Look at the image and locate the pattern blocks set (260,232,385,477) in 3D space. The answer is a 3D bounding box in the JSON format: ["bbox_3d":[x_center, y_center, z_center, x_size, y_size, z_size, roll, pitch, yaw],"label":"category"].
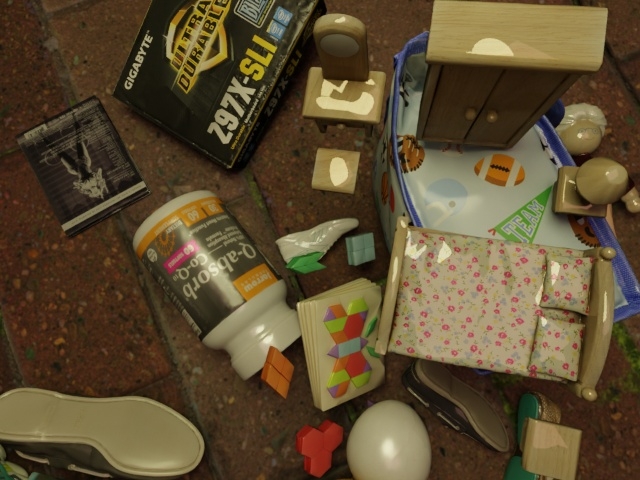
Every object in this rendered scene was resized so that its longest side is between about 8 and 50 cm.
[{"bbox_3d":[0.040,0.162,0.635,0.285,0.026,0.325,-26,107,-34],"label":"pattern blocks set"}]

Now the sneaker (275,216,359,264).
[{"bbox_3d":[0.000,0.000,0.730,0.152,0.054,0.061,-20,91,2],"label":"sneaker"}]

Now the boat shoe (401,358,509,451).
[{"bbox_3d":[0.225,0.280,0.692,0.206,0.075,0.065,42,126,0],"label":"boat shoe"}]

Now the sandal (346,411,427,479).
[{"bbox_3d":[0.099,0.375,0.656,0.090,0.060,0.219,44,83,-7],"label":"sandal"}]

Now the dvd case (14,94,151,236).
[{"bbox_3d":[-0.438,-0.140,0.758,0.164,0.018,0.221,-31,82,-7],"label":"dvd case"}]

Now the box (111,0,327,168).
[{"bbox_3d":[-0.177,-0.325,0.709,0.257,0.079,0.322,32,103,2],"label":"box"}]

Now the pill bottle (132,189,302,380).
[{"bbox_3d":[-0.154,0.070,0.656,0.162,0.162,0.278,-39,83,-6],"label":"pill bottle"}]

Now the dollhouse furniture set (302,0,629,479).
[{"bbox_3d":[0.105,0.014,0.353,0.303,0.174,0.356,8,85,10],"label":"dollhouse furniture set"}]

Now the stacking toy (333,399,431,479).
[{"bbox_3d":[0.026,0.445,0.524,0.350,0.350,0.480,18,76,2],"label":"stacking toy"}]

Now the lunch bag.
[{"bbox_3d":[0.201,-0.052,0.596,0.239,0.328,0.385,-23,80,0],"label":"lunch bag"}]

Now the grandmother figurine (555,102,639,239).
[{"bbox_3d":[0.468,-0.073,0.722,0.207,0.104,0.342,-1,84,-10],"label":"grandmother figurine"}]

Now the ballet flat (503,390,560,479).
[{"bbox_3d":[0.353,0.355,0.669,0.067,0.073,0.206,17,85,-13],"label":"ballet flat"}]

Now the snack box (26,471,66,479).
[{"bbox_3d":[-0.302,0.480,0.590,0.322,0.060,0.187,28,81,-17],"label":"snack box"}]

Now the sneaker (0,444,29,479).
[{"bbox_3d":[-0.541,0.379,0.628,0.275,0.110,0.107,29,82,4],"label":"sneaker"}]

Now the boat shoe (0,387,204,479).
[{"bbox_3d":[-0.351,0.314,0.662,0.335,0.095,0.112,13,45,-2],"label":"boat shoe"}]
